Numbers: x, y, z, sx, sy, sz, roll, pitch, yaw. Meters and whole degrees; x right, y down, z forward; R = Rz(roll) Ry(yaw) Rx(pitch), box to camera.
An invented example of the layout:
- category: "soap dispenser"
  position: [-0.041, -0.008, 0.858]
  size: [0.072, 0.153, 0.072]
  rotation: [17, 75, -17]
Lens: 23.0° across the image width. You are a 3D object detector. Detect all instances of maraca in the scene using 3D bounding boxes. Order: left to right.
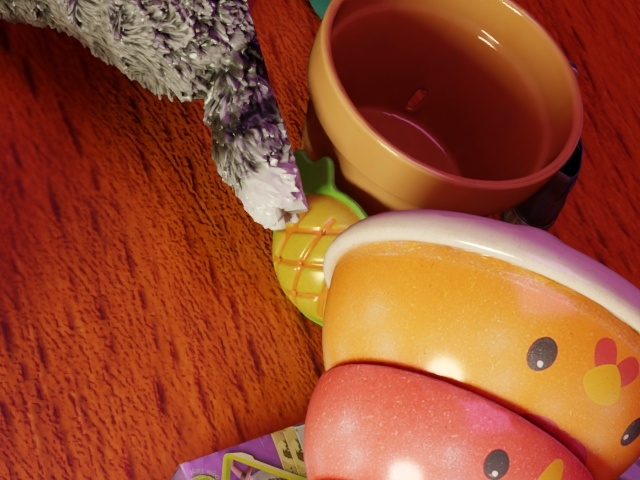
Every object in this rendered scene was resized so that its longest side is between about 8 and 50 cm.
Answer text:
- category: "maraca"
  position: [0.000, 0.000, 1.590]
  size: [0.099, 0.127, 0.185]
  rotation: [-8, 70, -59]

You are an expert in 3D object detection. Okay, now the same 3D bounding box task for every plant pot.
- category: "plant pot"
  position: [0.105, -0.119, 1.674]
  size: [0.291, 0.203, 0.291]
  rotation: [12, 53, -16]

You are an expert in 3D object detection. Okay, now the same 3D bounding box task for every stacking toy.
- category: "stacking toy"
  position: [0.091, 0.246, 1.343]
  size: [0.351, 0.350, 0.480]
  rotation: [26, 68, -5]

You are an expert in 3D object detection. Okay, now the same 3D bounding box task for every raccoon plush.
- category: "raccoon plush"
  position: [-0.216, -0.197, 1.551]
  size: [0.299, 0.216, 0.446]
  rotation: [-17, 61, -4]

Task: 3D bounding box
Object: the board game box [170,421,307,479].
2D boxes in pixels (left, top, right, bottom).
- category: "board game box"
  position: [0.028, 0.329, 1.427]
  size: [0.208, 0.056, 0.347]
  rotation: [-13, 63, -35]

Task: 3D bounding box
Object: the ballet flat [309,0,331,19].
- category: "ballet flat"
  position: [0.002, -0.322, 1.859]
  size: [0.074, 0.074, 0.203]
  rotation: [-30, 71, -37]

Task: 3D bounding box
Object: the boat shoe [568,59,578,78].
- category: "boat shoe"
  position: [0.249, -0.219, 1.913]
  size: [0.137, 0.049, 0.043]
  rotation: [7, 52, -14]

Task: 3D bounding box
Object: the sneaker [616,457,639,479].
- category: "sneaker"
  position: [0.286, 0.195, 1.601]
  size: [0.121, 0.111, 0.300]
  rotation: [-18, 64, -28]

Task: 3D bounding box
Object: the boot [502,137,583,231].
- category: "boot"
  position: [0.277, -0.106, 1.805]
  size: [0.082, 0.106, 0.219]
  rotation: [25, 51, -6]

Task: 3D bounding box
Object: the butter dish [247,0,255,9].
- category: "butter dish"
  position: [-0.128, -0.331, 1.774]
  size: [0.160, 0.160, 0.118]
  rotation: [30, 27, -3]
